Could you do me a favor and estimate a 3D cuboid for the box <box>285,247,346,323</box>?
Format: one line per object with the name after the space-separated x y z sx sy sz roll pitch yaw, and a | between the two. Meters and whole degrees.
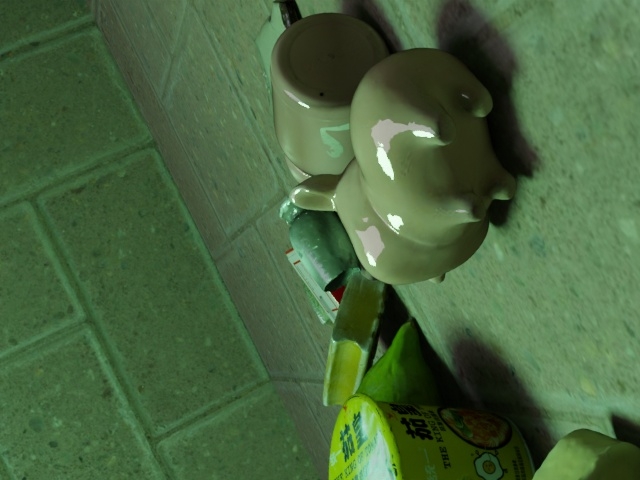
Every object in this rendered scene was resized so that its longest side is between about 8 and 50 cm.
0.017 0.101 2.181 0.229 0.050 0.123 55 162 -2 | box

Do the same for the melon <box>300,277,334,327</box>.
-0.008 0.123 2.423 0.182 0.054 0.098 60 180 17 | melon

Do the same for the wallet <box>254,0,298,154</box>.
-0.038 -0.258 1.826 0.275 0.068 0.335 -4 106 70 | wallet

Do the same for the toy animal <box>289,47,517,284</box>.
0.118 -0.088 1.291 0.269 0.237 0.326 27 137 52 | toy animal

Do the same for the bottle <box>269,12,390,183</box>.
0.026 -0.181 1.533 0.206 0.173 0.297 25 154 11 | bottle

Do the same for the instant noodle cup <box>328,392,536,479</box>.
0.181 0.406 1.645 0.325 0.254 0.326 -178 90 -71 | instant noodle cup

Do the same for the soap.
0.067 0.207 1.993 0.089 0.173 0.274 16 145 7 | soap

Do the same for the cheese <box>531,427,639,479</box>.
0.312 0.473 1.276 0.104 0.384 0.384 8 124 67 | cheese

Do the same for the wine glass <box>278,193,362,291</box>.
0.000 0.000 2.023 0.204 0.111 0.111 60 165 22 | wine glass

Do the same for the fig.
0.146 0.286 1.878 0.206 0.206 0.275 -171 81 -73 | fig
